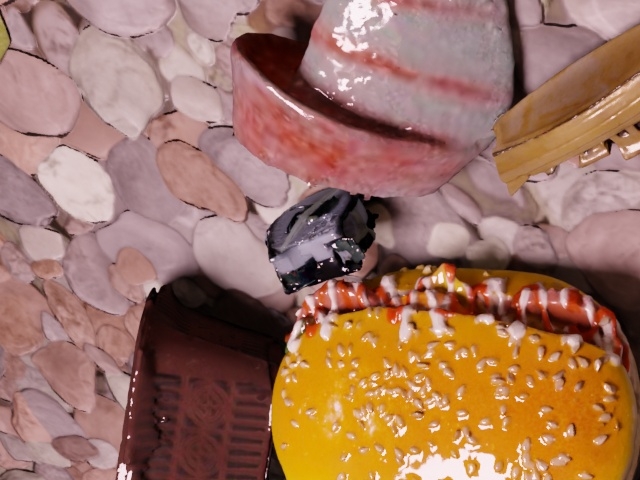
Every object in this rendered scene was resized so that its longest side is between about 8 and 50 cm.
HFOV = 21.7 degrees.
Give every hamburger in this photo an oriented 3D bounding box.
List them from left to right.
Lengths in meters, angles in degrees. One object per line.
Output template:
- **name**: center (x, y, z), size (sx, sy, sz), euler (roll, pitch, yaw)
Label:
- **hamburger**: center (0.101, 0.132, 1.267), size (0.295, 0.227, 0.151), euler (3, 164, 23)

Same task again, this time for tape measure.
- **tape measure**: center (0.000, -0.001, 1.296), size (0.091, 0.094, 0.054), euler (-24, 114, 20)

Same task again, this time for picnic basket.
- **picnic basket**: center (-0.106, 0.194, 1.411), size (0.129, 0.222, 0.296), euler (8, 97, -1)

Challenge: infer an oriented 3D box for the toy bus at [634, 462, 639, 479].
- **toy bus**: center (0.292, 0.253, 1.370), size (0.268, 0.092, 0.106), euler (45, 145, -14)

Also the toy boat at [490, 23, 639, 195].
- **toy boat**: center (0.199, -0.090, 1.127), size (0.072, 0.064, 0.206), euler (33, 136, -28)

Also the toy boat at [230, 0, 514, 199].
- **toy boat**: center (0.052, -0.162, 1.147), size (0.206, 0.096, 0.282), euler (17, 123, -1)

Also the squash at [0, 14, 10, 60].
- **squash**: center (-0.392, -0.237, 1.358), size (0.261, 0.189, 0.189), euler (10, 146, -30)
